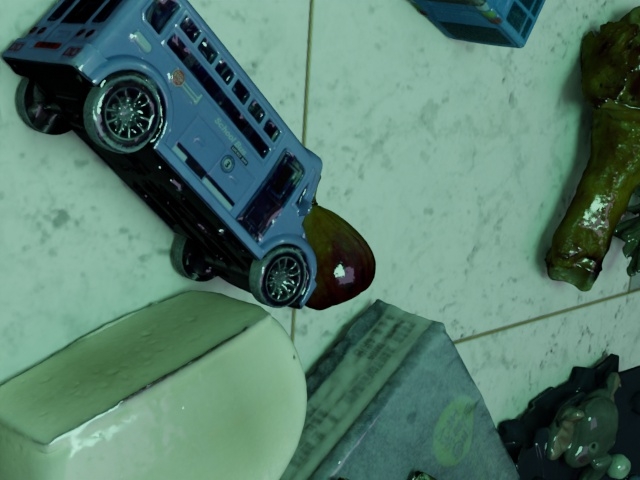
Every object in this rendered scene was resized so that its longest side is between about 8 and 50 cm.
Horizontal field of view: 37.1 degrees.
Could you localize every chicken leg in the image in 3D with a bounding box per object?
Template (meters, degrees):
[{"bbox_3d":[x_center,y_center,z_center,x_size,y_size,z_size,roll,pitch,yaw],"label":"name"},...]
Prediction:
[{"bbox_3d":[0.366,-0.129,1.154,0.211,0.140,0.361,39,72,-51],"label":"chicken leg"}]

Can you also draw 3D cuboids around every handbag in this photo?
[{"bbox_3d":[0.341,0.301,1.283,0.326,0.118,0.269,-25,118,-38],"label":"handbag"}]

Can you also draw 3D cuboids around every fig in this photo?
[{"bbox_3d":[0.000,0.000,0.902,0.089,0.089,0.125,-22,92,-37],"label":"fig"}]

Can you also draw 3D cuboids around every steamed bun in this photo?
[{"bbox_3d":[-0.134,0.158,0.765,0.242,0.146,0.164,-30,118,-34],"label":"steamed bun"}]

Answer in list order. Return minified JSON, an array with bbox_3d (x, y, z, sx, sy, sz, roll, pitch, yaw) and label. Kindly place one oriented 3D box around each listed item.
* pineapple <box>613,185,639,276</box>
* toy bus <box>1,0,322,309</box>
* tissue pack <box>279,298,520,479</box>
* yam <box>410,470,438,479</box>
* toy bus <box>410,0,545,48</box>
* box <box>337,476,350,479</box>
[{"bbox_3d":[0.499,-0.097,1.280,0.169,0.169,0.340,24,89,-45],"label":"pineapple"},{"bbox_3d":[-0.097,-0.069,0.747,0.133,0.125,0.292,-55,131,-18],"label":"toy bus"},{"bbox_3d":[0.022,0.297,0.971,0.394,0.124,0.288,-46,129,-24],"label":"tissue pack"},{"bbox_3d":[0.128,0.265,0.956,0.129,0.027,0.033,40,74,-43],"label":"yam"},{"bbox_3d":[0.184,-0.320,0.944,0.134,0.116,0.234,30,84,-45],"label":"toy bus"},{"bbox_3d":[0.060,0.335,0.883,0.153,0.074,0.240,-54,133,-10],"label":"box"}]
